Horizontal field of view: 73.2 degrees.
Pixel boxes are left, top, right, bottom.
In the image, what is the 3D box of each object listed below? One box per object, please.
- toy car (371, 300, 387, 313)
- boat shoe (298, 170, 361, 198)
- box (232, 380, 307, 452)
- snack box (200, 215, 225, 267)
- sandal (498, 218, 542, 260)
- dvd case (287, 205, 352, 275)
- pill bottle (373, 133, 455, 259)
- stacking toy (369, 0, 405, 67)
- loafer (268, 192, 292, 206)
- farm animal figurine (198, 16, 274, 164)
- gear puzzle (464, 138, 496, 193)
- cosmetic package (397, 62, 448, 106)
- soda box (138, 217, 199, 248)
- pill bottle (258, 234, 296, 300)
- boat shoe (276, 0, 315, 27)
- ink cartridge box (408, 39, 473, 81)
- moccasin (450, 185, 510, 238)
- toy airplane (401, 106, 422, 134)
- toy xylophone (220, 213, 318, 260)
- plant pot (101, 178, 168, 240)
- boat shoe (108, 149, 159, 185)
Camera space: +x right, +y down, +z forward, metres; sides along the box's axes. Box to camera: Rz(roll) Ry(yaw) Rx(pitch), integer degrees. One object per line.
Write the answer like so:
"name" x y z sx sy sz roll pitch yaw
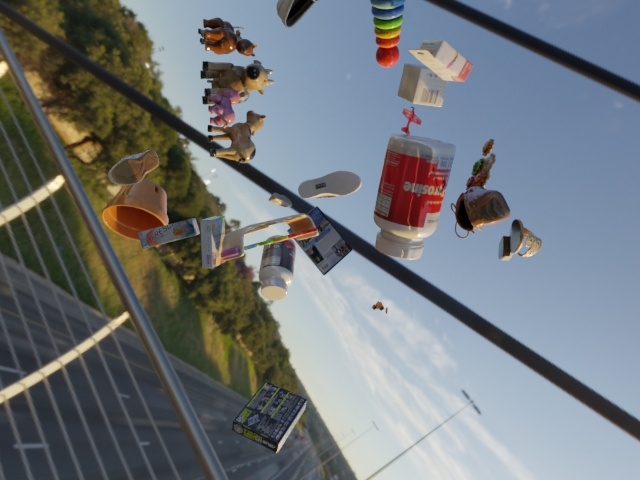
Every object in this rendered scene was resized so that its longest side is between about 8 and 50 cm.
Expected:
"toy car" 0.266 0.299 1.933 0.122 0.060 0.040 46 48 -63
"boat shoe" 0.052 -0.236 1.901 0.102 0.301 0.108 -5 86 -61
"box" -0.210 0.738 1.831 0.216 0.270 0.060 17 -64 17
"snack box" -0.315 0.003 1.272 0.100 0.037 0.141 -49 140 -77
"sandal" 0.529 0.004 1.118 0.240 0.079 0.088 55 40 -73
"dvd case" 0.000 0.000 1.872 0.253 0.180 0.022 51 -21 -4
"pill bottle" 0.312 -0.152 1.509 0.229 0.229 0.407 40 -55 57
"stacking toy" 0.233 -0.773 1.523 0.141 0.141 0.330 51 -20 36
"loafer" -0.165 -0.162 1.769 0.125 0.039 0.045 22 42 -57
"farm animal figurine" -0.213 -0.387 1.116 0.327 0.172 0.330 -128 -142 -59
"gear puzzle" 0.719 -0.316 1.958 0.044 0.338 0.175 23 -7 -6
"cosmetic package" 0.467 -0.711 1.965 0.183 0.151 0.151 -117 -148 -58
"soda box" -0.502 -0.024 1.433 0.063 0.183 0.058 -122 -164 -83
"pill bottle" -0.223 0.142 2.218 0.176 0.176 0.318 75 14 -47
"boat shoe" -0.034 -0.770 1.316 0.096 0.267 0.088 13 50 -50
"ink cartridge box" 0.409 -0.624 1.472 0.198 0.067 0.115 22 11 -31
"moccasin" 0.497 -0.089 1.408 0.139 0.147 0.380 62 11 -7
"toy airplane" 0.443 -0.589 2.138 0.028 0.151 0.151 12 -48 51
"toy xylophone" -0.172 -0.013 1.352 0.236 0.323 0.081 -14 -88 56
"plant pot" -0.864 -0.159 2.064 0.291 0.291 0.203 82 9 -57
"boat shoe" -0.745 -0.279 1.688 0.277 0.096 0.098 -62 143 -61
